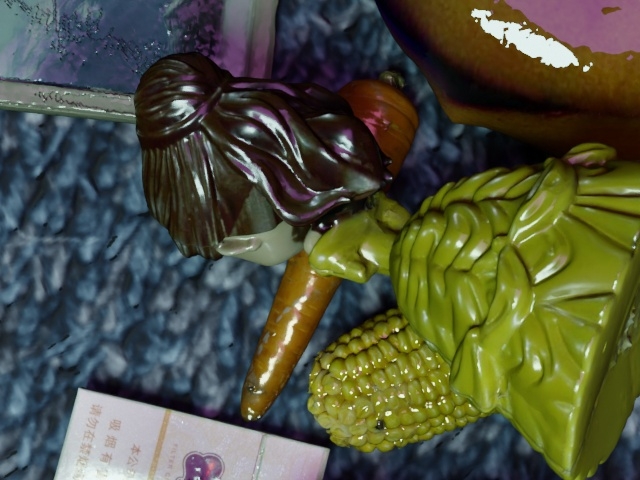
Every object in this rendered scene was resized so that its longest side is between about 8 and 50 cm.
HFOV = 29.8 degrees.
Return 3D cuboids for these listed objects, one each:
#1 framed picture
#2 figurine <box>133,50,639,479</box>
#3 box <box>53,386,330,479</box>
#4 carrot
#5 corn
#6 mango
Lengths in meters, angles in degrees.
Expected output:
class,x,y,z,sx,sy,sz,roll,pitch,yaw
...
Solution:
class,x,y,z,sx,sy,sz,roll,pitch,yaw
framed picture,-0.143,-0.246,0.834,0.247,0.022,0.335,7,81,-3
figurine,0.036,-0.006,0.692,0.315,0.168,0.187,20,79,26
box,-0.085,0.157,0.772,0.166,0.024,0.090,14,82,-3
carrot,0.000,0.000,0.789,0.061,0.061,0.257,24,82,0
corn,0.130,0.058,0.770,0.293,0.106,0.106,-24,84,-4
mango,0.163,-0.149,0.778,0.287,0.152,0.201,28,91,3
